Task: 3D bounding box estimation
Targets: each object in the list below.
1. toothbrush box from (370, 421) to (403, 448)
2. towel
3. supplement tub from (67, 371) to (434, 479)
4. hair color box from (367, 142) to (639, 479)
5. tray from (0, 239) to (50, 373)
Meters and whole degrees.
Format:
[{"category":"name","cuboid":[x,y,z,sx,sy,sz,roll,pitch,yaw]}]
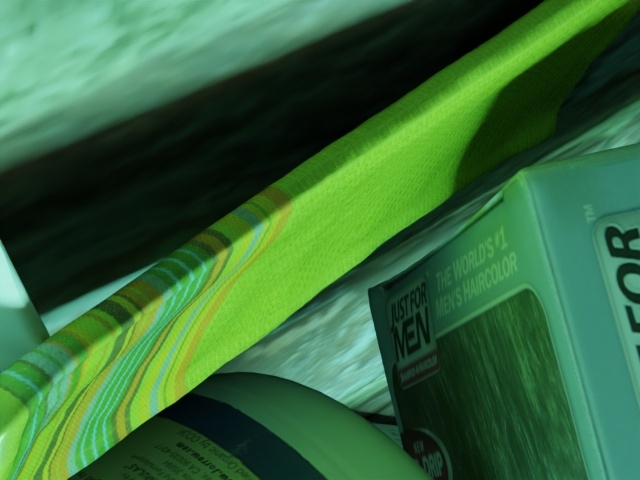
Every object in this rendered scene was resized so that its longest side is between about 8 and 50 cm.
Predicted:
[{"category":"toothbrush box","cuboid":[-0.053,0.225,0.923,0.295,0.126,0.216,-35,166,6]},{"category":"towel","cuboid":[0.000,0.000,0.439,0.237,0.021,0.102,-36,172,-31]},{"category":"supplement tub","cuboid":[-0.098,0.200,0.522,0.316,0.228,0.228,-27,164,-27]},{"category":"hair color box","cuboid":[0.221,0.014,0.565,0.374,0.113,0.185,-11,171,-13]},{"category":"tray","cuboid":[-0.122,0.015,0.262,0.145,0.030,0.270,-31,166,-10]}]
